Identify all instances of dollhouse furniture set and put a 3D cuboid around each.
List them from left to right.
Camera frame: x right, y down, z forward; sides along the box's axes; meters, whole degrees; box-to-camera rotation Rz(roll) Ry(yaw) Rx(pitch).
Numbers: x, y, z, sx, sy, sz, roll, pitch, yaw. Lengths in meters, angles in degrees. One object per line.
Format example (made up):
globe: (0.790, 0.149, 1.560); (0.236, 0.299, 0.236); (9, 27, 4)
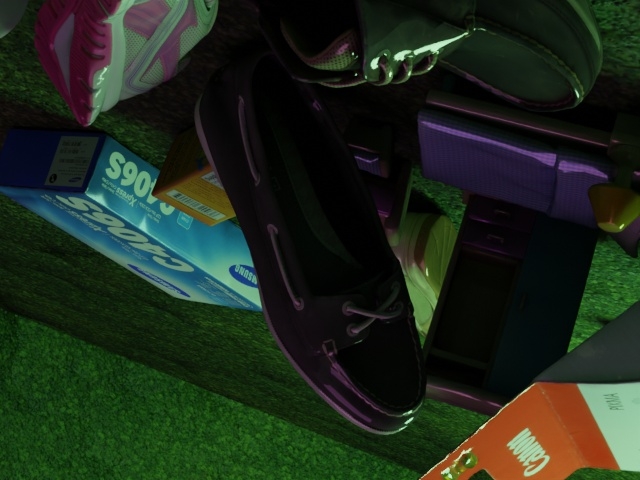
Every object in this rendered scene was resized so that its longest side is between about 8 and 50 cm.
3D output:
dollhouse furniture set: (0.113, 0.004, 1.146); (0.286, 0.198, 0.303); (16, 164, 10)

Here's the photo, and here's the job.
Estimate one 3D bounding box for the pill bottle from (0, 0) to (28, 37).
pill bottle: (-0.325, -0.189, 1.115); (0.131, 0.131, 0.229); (29, 161, -32)

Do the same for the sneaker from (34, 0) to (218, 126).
sneaker: (-0.127, -0.188, 0.979); (0.103, 0.111, 0.252); (56, 151, 15)

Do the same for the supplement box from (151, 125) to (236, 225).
supplement box: (-0.080, -0.076, 1.319); (0.080, 0.078, 0.233); (28, 161, -21)

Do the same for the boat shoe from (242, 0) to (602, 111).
boat shoe: (0.018, -0.152, 0.849); (0.355, 0.130, 0.132); (26, 163, -25)

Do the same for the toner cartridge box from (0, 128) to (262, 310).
toner cartridge box: (-0.208, -0.019, 1.657); (0.165, 0.075, 0.348); (7, 161, 38)

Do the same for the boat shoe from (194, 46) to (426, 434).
boat shoe: (0.000, 0.000, 1.138); (0.335, 0.112, 0.095); (63, 149, 5)

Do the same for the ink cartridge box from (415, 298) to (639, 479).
ink cartridge box: (0.277, 0.152, 1.184); (0.091, 0.385, 0.308); (52, -179, 28)

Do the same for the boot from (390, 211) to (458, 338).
boot: (0.051, 0.030, 1.488); (0.203, 0.095, 0.262); (12, 161, 21)
